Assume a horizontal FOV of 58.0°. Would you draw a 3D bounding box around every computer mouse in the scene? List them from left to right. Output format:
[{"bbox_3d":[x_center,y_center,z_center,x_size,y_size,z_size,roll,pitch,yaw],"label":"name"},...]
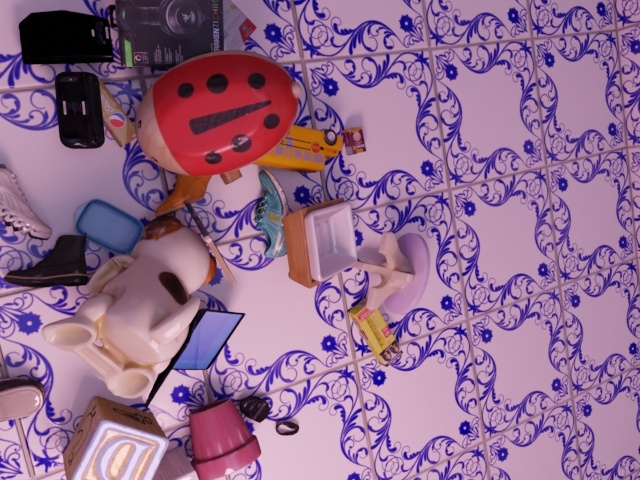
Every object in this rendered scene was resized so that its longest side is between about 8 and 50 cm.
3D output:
[{"bbox_3d":[-0.160,0.551,1.812,0.242,0.041,0.071,41,84,-30],"label":"computer mouse"}]

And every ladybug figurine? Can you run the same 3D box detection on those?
[{"bbox_3d":[-0.263,-0.317,1.467,0.450,0.162,0.305,-21,109,4],"label":"ladybug figurine"}]

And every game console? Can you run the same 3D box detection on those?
[{"bbox_3d":[-0.624,-0.403,1.442,0.213,0.044,0.361,-6,82,-16],"label":"game console"}]

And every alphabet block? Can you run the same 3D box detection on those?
[{"bbox_3d":[-0.542,0.551,1.523,0.193,0.197,0.192,31,79,-26],"label":"alphabet block"}]

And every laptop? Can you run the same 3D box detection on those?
[{"bbox_3d":[-0.332,0.316,1.557,0.137,0.264,0.234,30,109,-12],"label":"laptop"}]

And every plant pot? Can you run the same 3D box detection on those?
[{"bbox_3d":[-0.291,0.564,1.666,0.201,0.201,0.180,-17,85,-25],"label":"plant pot"}]

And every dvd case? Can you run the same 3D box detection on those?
[{"bbox_3d":[-0.300,0.006,1.576,0.018,0.164,0.221,-31,141,-9],"label":"dvd case"}]

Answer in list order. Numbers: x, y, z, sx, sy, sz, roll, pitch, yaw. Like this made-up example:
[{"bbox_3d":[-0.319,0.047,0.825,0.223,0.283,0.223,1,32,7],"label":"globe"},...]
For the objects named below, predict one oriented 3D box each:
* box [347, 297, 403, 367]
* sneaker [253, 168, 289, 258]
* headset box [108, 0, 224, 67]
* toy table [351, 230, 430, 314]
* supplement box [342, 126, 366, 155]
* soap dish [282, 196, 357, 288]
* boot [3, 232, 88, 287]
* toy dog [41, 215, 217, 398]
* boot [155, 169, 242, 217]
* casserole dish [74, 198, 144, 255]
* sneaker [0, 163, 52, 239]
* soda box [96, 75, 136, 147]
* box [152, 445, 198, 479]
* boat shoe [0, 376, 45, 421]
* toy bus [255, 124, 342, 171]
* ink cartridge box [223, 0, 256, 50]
[{"bbox_3d":[0.188,0.312,1.956,0.087,0.058,0.232,-36,108,-20],"label":"box"},{"bbox_3d":[-0.149,-0.078,1.738,0.110,0.107,0.275,-13,98,-13],"label":"sneaker"},{"bbox_3d":[-0.397,-0.578,1.497,0.283,0.131,0.246,-2,110,-13],"label":"headset box"},{"bbox_3d":[0.235,0.101,1.883,0.161,0.252,0.274,12,79,-44],"label":"toy table"},{"bbox_3d":[0.110,-0.324,1.881,0.055,0.043,0.083,-18,102,-26],"label":"supplement box"},{"bbox_3d":[0.000,0.000,1.745,0.291,0.118,0.228,-22,107,-61],"label":"soap dish"},{"bbox_3d":[-0.697,0.049,1.481,0.198,0.077,0.136,0,76,-9],"label":"boot"},{"bbox_3d":[-0.432,0.120,1.461,0.284,0.395,0.407,41,38,-20],"label":"toy dog"},{"bbox_3d":[-0.379,-0.212,1.618,0.295,0.104,0.211,-34,102,-26],"label":"boot"},{"bbox_3d":[-0.570,-0.035,1.558,0.188,0.037,0.114,31,79,-26],"label":"casserole dish"},{"bbox_3d":[-0.775,-0.113,1.416,0.292,0.110,0.118,44,65,-23],"label":"sneaker"},{"bbox_3d":[-0.559,-0.339,1.528,0.058,0.061,0.181,-40,110,-18],"label":"soda box"},{"bbox_3d":[-0.404,0.709,1.612,0.119,0.181,0.181,-17,102,-24],"label":"box"},{"bbox_3d":[-0.860,0.406,1.421,0.335,0.095,0.112,-4,98,-22],"label":"boat shoe"},{"bbox_3d":[-0.090,-0.279,1.713,0.333,0.108,0.130,4,86,-39],"label":"toy bus"},{"bbox_3d":[-0.292,-0.618,1.639,0.175,0.072,0.127,42,77,-23],"label":"ink cartridge box"}]
